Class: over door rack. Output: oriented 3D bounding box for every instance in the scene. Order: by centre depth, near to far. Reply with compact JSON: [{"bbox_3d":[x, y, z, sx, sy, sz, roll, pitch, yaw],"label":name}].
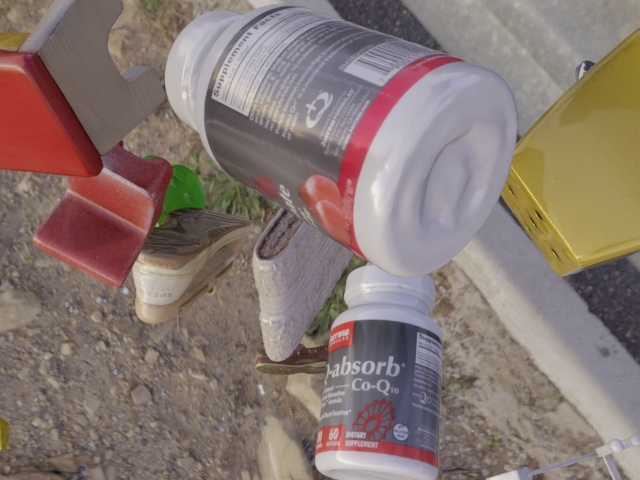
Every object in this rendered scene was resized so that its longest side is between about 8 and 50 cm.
[{"bbox_3d":[0.440,0.440,0.972,0.324,0.108,0.239,-1,60,-32],"label":"over door rack"}]

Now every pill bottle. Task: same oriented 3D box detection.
[{"bbox_3d":[-0.002,-0.111,0.583,0.176,0.176,0.319,-42,51,-19],"label":"pill bottle"},{"bbox_3d":[0.113,0.241,1.153,0.210,0.210,0.362,9,62,-3],"label":"pill bottle"}]

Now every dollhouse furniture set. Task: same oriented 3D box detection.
[{"bbox_3d":[-0.266,-0.027,0.393,0.374,0.201,0.152,7,52,24],"label":"dollhouse furniture set"}]

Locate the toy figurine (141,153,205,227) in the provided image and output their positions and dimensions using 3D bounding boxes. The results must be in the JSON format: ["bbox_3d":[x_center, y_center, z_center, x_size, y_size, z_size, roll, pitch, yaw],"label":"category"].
[{"bbox_3d":[-0.313,-0.076,1.096,0.159,0.173,0.130,1,60,30],"label":"toy figurine"}]

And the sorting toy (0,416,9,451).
[{"bbox_3d":[-0.612,0.244,1.012,0.307,0.041,0.229,33,99,13],"label":"sorting toy"}]

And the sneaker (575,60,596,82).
[{"bbox_3d":[0.530,-0.227,1.315,0.110,0.122,0.282,5,83,-32],"label":"sneaker"}]

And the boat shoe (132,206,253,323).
[{"bbox_3d":[-0.195,0.025,0.972,0.122,0.341,0.110,13,105,10],"label":"boat shoe"}]

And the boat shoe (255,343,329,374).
[{"bbox_3d":[-0.053,0.246,1.337,0.178,0.064,0.060,4,65,-26],"label":"boat shoe"}]

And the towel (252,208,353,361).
[{"bbox_3d":[0.000,0.000,0.809,0.049,0.187,0.282,15,46,19],"label":"towel"}]

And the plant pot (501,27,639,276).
[{"bbox_3d":[0.326,-0.070,0.741,0.187,0.212,0.212,-33,77,5],"label":"plant pot"}]
